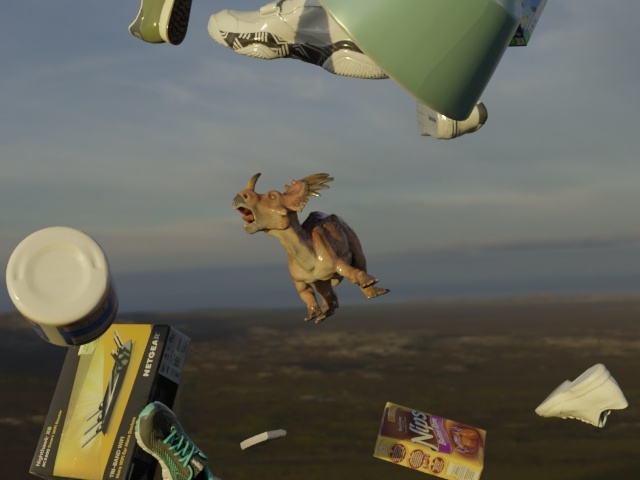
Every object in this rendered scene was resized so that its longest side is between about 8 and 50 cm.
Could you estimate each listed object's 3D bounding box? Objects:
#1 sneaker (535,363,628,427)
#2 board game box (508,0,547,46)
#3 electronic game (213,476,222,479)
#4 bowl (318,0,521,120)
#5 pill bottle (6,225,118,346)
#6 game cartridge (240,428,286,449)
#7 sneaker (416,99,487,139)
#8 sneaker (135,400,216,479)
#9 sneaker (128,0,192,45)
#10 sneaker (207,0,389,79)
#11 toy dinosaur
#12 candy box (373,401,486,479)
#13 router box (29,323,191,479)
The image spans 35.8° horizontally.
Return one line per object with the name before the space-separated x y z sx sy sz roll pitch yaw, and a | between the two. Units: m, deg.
sneaker | 0.453 0.289 1.724 0.080 0.094 0.212 -40 -6 -26
board game box | 0.325 -0.424 1.566 0.035 0.201 0.136 6 -36 33
electronic game | -0.223 0.552 1.833 0.048 0.229 0.229 21 -13 -26
bowl | 0.133 -0.315 1.238 0.163 0.311 0.312 -43 -21 23
pill bottle | -0.399 0.085 1.567 0.152 0.152 0.272 -2 -15 -9
game cartridge | -0.110 0.372 1.852 0.056 0.017 0.083 4 -26 -42
sneaker | 0.215 -0.215 1.660 0.091 0.094 0.258 -5 19 -4
sneaker | -0.181 0.276 1.291 0.076 0.166 0.065 9 46 38
sneaker | -0.226 -0.373 1.451 0.086 0.192 0.064 5 -21 26
sneaker | -0.022 -0.420 1.772 0.366 0.210 0.137 15 17 18
toy dinosaur | 0.000 0.000 1.401 0.127 0.200 0.296 -26 -11 9
candy box | 0.194 0.358 1.743 0.187 0.053 0.109 15 27 5
router box | -0.399 0.313 1.890 0.243 0.308 0.081 -3 -28 31
